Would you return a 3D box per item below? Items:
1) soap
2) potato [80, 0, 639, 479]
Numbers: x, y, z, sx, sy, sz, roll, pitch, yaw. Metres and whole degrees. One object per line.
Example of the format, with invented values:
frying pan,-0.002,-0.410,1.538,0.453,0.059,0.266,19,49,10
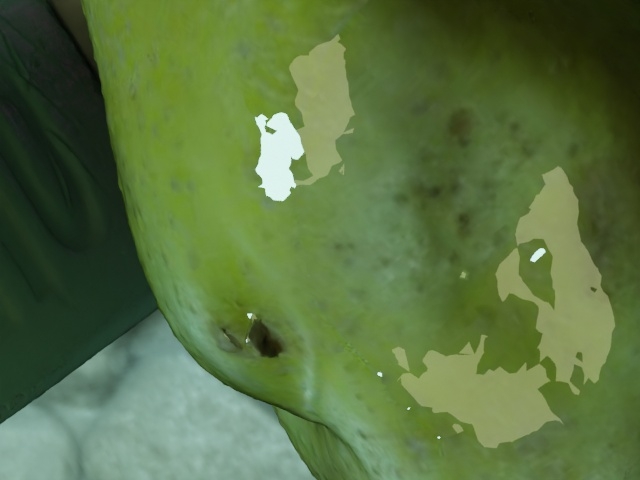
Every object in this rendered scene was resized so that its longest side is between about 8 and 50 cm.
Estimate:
soap,-0.158,0.004,0.729,0.094,0.261,0.150,-34,92,28
potato,0.035,-0.035,0.638,0.202,0.218,0.351,-33,103,7
